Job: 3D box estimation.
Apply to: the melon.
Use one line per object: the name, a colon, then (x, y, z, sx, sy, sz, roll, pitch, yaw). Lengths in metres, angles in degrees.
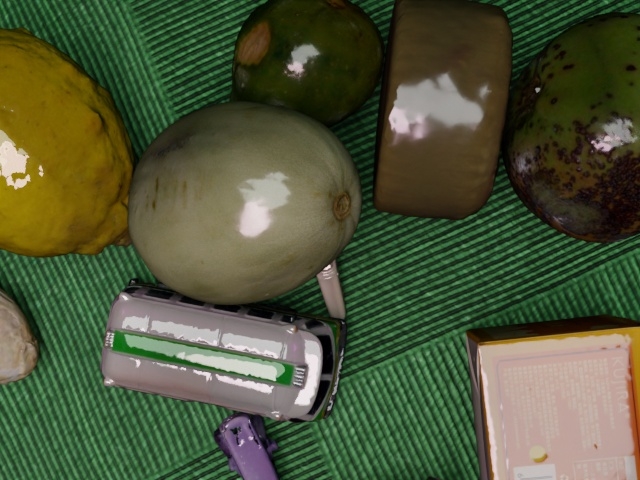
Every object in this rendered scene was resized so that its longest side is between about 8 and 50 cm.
melon: (-0.098, -0.047, 1.509, 0.308, 0.272, 0.272, -23, 88, 19)

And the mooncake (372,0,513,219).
mooncake: (0.151, -0.164, 1.528, 0.155, 0.284, 0.284, 8, 90, 0)

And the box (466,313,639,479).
box: (0.302, 0.244, 1.524, 0.214, 0.259, 0.283, -5, 90, 5)

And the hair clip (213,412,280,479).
hair clip: (-0.056, 0.344, 1.641, 0.137, 0.090, 0.278, -26, 97, -10)

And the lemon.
lemon: (-0.386, -0.118, 1.573, 0.285, 0.285, 0.316, -28, 73, 3)

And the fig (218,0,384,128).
fig: (-0.036, -0.221, 1.609, 0.195, 0.195, 0.245, 51, 126, 3)

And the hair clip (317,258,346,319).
hair clip: (0.000, 0.000, 1.642, 0.034, 0.072, 0.226, -11, 90, 7)

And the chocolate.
chocolate: (-0.511, 0.080, 1.647, 0.309, 0.134, 0.134, 39, 92, 2)

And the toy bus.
toy bus: (-0.126, 0.145, 1.595, 0.305, 0.179, 0.143, 11, 90, 4)

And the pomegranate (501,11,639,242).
pomegranate: (0.398, -0.122, 1.542, 0.340, 0.285, 0.285, 17, 91, -22)

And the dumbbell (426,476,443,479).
dumbbell: (0.082, 0.492, 1.562, 0.179, 0.179, 0.406, 19, 98, 4)
